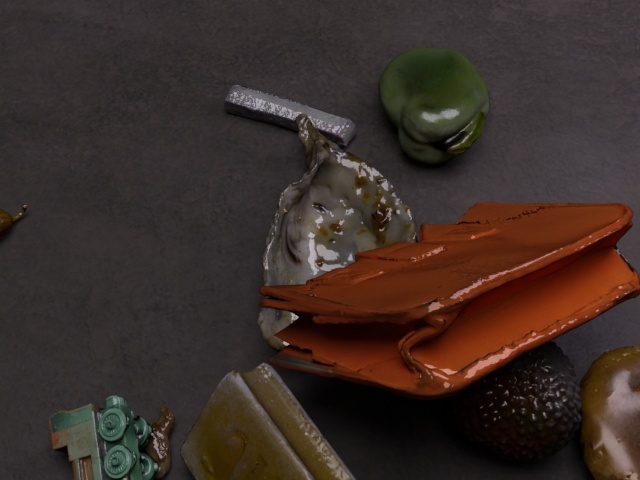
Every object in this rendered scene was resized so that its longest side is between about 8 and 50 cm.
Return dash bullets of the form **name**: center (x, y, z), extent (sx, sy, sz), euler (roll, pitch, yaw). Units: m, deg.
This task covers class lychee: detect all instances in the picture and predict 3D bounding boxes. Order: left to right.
- **lychee**: center (0.230, 0.181, 1.479), extent (0.165, 0.165, 0.197), euler (-39, 41, -25)

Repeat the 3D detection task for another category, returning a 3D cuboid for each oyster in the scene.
- **oyster**: center (0.026, -0.002, 1.663), extent (0.204, 0.111, 0.396), euler (19, 54, -9)

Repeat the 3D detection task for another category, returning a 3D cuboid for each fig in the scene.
- **fig**: center (-0.449, -0.030, 1.700), extent (0.083, 0.050, 0.050), euler (-23, 56, -33)

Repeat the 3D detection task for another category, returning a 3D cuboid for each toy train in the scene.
- **toy train**: center (-0.258, 0.279, 1.456), extent (0.118, 0.074, 0.175), euler (-20, 65, 18)

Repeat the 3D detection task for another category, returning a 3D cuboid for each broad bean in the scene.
- **broad bean**: center (0.173, -0.211, 1.805), extent (0.169, 0.100, 0.228), euler (-8, 53, -15)

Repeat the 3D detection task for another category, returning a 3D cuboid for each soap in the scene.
- **soap**: center (-0.046, 0.287, 1.396), extent (0.080, 0.160, 0.257), euler (-5, 45, -45)

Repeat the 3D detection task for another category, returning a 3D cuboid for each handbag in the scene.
- **handbag**: center (0.165, 0.059, 1.452), extent (0.410, 0.116, 0.303), euler (-20, 15, -38)

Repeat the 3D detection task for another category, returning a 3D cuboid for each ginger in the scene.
- **ginger**: center (-0.208, 0.248, 1.507), extent (0.048, 0.030, 0.097), euler (0, 56, 2)

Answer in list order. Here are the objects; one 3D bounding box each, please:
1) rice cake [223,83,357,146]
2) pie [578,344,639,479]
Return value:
- **rice cake**: center (-0.046, -0.188, 1.823), extent (0.207, 0.036, 0.047), euler (17, 68, 11)
- **pie**: center (0.436, 0.238, 1.497), extent (0.273, 0.069, 0.273), euler (3, 55, -4)
